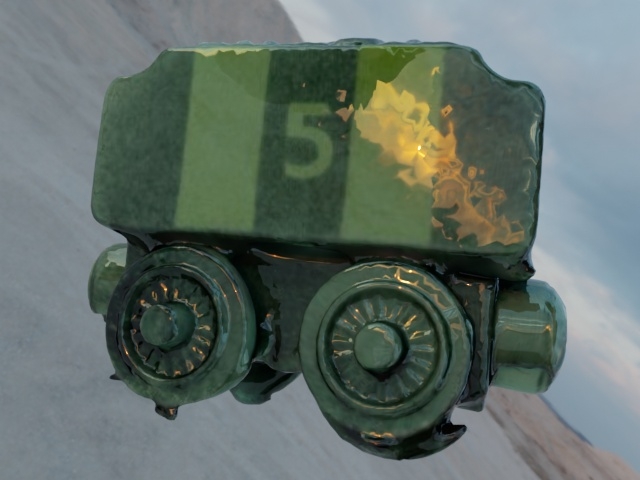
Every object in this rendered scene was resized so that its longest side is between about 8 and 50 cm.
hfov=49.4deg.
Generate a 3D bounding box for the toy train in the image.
[{"bbox_3d":[0.000,0.000,0.440,0.299,0.238,0.167,5,-5,14],"label":"toy train"}]
